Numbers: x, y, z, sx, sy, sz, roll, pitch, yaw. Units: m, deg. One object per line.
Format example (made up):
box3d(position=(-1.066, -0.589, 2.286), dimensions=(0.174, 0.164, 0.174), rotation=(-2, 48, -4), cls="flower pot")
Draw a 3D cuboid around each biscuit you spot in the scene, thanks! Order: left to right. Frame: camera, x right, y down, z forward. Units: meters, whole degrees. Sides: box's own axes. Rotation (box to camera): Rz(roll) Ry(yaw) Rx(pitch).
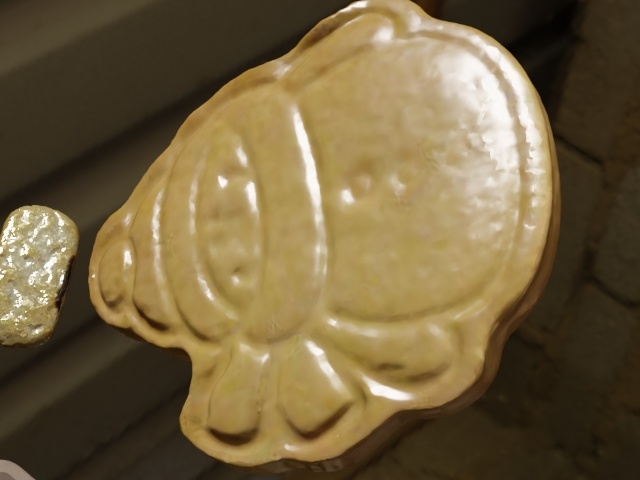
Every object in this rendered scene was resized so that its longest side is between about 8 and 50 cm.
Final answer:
box3d(position=(-0.255, 0.030, 1.352), dimensions=(0.018, 0.071, 0.147), rotation=(115, 167, -57), cls="biscuit")
box3d(position=(0.000, 0.000, 1.047), dimensions=(0.351, 0.312, 0.057), rotation=(-30, -33, 14), cls="biscuit")

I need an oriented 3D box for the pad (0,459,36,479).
box3d(position=(-0.297, 0.330, 1.386), dimensions=(0.002, 0.176, 0.266), rotation=(-43, 8, 42), cls="pad")
